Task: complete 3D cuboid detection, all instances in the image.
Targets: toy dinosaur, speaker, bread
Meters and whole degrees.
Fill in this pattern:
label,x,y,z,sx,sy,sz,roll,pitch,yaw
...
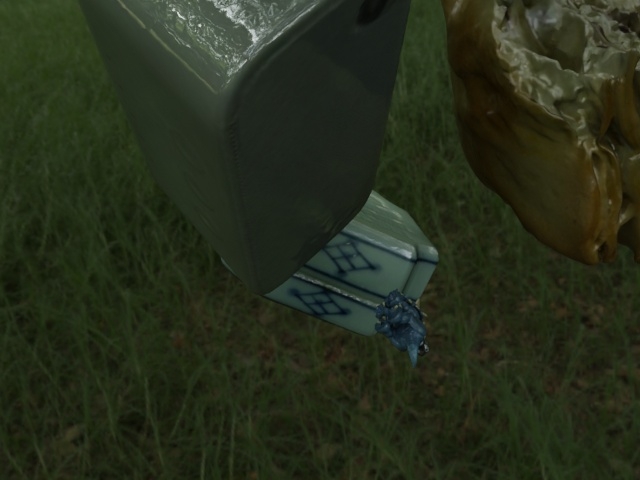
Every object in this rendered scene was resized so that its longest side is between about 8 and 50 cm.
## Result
label,x,y,z,sx,sy,sz,roll,pitch,yaw
toy dinosaur,0.071,0.071,0.651,0.030,0.047,0.083,-45,15,20
speaker,-0.061,-0.120,0.651,0.184,0.406,0.183,42,73,14
bread,0.222,-0.144,0.698,0.191,0.370,0.314,-31,32,-2

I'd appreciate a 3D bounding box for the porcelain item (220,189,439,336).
label,x,y,z,sx,sy,sz,roll,pitch,yaw
porcelain item,0.000,0.000,1.103,0.286,0.157,0.281,23,17,-17
